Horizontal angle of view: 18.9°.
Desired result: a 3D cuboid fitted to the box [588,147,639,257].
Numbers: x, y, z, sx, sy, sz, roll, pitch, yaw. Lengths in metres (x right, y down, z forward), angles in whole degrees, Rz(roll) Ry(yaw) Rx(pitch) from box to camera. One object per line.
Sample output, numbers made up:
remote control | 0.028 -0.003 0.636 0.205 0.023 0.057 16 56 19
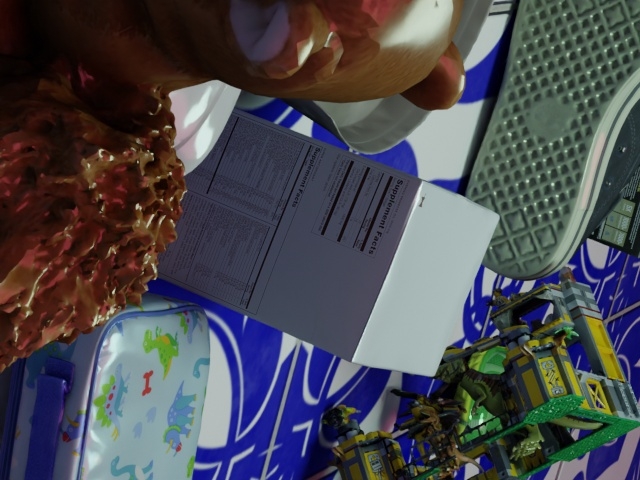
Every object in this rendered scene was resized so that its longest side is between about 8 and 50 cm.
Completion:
box | 0.340 -0.094 2.235 0.077 0.147 0.180 -26 133 -56

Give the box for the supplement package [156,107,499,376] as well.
supplement package | 0.000 0.000 1.531 0.194 0.203 0.149 18 94 -66

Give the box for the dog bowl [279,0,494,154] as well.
dog bowl | 0.050 -0.248 1.531 0.349 0.102 0.348 -50 153 -39

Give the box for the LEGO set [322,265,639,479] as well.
LEGO set | 0.155 0.142 1.974 0.255 0.192 0.331 9 145 -46

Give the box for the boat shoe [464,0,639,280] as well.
boat shoe | 0.296 -0.192 2.022 0.156 0.187 0.500 -20 135 -61

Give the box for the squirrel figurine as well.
squirrel figurine | -0.116 -0.115 0.974 0.281 0.370 0.397 11 100 -66

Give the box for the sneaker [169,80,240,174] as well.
sneaker | -0.095 -0.201 1.272 0.169 0.108 0.292 55 44 -45

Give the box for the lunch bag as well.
lunch bag | -0.163 0.143 1.418 0.176 0.090 0.219 -5 105 -64

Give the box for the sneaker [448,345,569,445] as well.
sneaker | 0.242 0.185 2.302 0.295 0.123 0.109 -16 126 -60
